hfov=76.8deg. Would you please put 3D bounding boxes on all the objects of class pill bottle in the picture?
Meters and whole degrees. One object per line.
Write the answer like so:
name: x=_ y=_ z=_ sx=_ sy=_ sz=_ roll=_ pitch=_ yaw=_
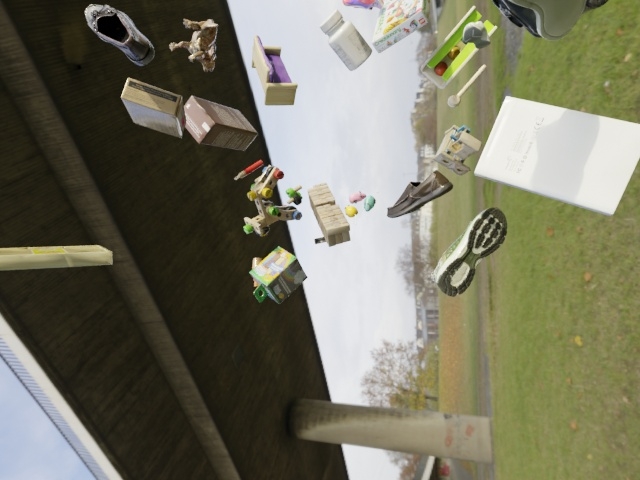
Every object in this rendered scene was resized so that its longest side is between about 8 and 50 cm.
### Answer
pill bottle: x=0.107 y=-0.867 z=1.750 sx=0.229 sy=0.131 sz=0.131 roll=43 pitch=-140 yaw=-24

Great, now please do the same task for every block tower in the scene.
block tower: x=0.029 y=-0.105 z=1.593 sx=0.335 sy=0.091 sz=0.097 roll=-113 pitch=10 yaw=-54

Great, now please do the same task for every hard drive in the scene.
hard drive: x=0.637 y=-0.235 z=1.091 sx=0.047 sy=0.353 sz=0.233 roll=10 pitch=-77 yaw=-64

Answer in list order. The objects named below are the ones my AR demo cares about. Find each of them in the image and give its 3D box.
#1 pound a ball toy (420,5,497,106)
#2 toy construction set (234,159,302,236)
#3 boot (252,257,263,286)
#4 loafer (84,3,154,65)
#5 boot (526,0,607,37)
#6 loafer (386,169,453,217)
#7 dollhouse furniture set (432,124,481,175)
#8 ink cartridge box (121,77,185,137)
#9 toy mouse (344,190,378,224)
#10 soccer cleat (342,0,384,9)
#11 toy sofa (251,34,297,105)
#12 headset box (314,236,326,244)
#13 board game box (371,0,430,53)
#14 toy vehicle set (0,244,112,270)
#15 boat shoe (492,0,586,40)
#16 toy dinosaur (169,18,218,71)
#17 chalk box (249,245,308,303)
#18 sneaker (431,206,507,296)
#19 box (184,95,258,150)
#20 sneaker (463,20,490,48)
pound a ball toy: x=0.547 y=-0.699 z=1.582 sx=0.319 sy=0.208 sz=0.136 roll=-49 pitch=3 yaw=6
toy construction set: x=-0.244 y=-0.164 z=1.612 sx=0.237 sy=0.309 sz=0.257 roll=-35 pitch=-28 yaw=-17
boot: x=-0.271 y=0.176 z=2.105 sx=0.197 sy=0.073 sz=0.152 roll=8 pitch=-111 yaw=-36
loafer: x=-0.628 y=-0.650 z=1.230 sx=0.109 sy=0.302 sz=0.095 roll=-50 pitch=-17 yaw=3
boot: x=0.511 y=-0.659 z=0.959 sx=0.338 sy=0.118 sz=0.223 roll=57 pitch=175 yaw=-14
loafer: x=0.274 y=-0.133 z=1.162 sx=0.080 sy=0.220 sz=0.078 roll=-19 pitch=-99 yaw=-49
dollhouse furniture set: x=0.514 y=-0.335 z=1.418 sx=0.129 sy=0.129 sz=0.184 roll=-62 pitch=7 yaw=-14
ink cartridge box: x=-0.621 y=-0.494 z=1.533 sx=0.235 sy=0.193 sz=0.088 roll=156 pitch=128 yaw=-74
toy mouse: x=0.141 y=-0.140 z=1.407 sx=0.031 sy=0.143 sz=0.161 roll=58 pitch=176 yaw=-37
soccer cleat: x=0.157 y=-0.921 z=1.550 sx=0.095 sy=0.083 sz=0.248 roll=38 pitch=-175 yaw=-30
toy sofa: x=-0.226 y=-0.829 z=1.959 sx=0.177 sy=0.150 sz=0.362 roll=108 pitch=149 yaw=-49
headset box: x=0.000 y=0.000 z=2.165 sx=0.083 sy=0.062 sz=0.032 roll=164 pitch=94 yaw=-85
board game box: x=0.292 y=-0.810 z=1.433 sx=0.053 sy=0.193 sz=0.305 roll=41 pitch=-133 yaw=-33
toy vehicle set: x=-0.709 y=0.042 z=1.057 sx=0.267 sy=0.166 sz=0.035 roll=-2 pitch=-83 yaw=-38
boat shoe: x=0.431 y=-0.511 z=0.830 sx=0.340 sy=0.113 sz=0.127 roll=-8 pitch=-45 yaw=-38
toy dinosaur: x=-0.471 y=-0.817 z=1.642 sx=0.127 sy=0.296 sz=0.200 roll=53 pitch=-131 yaw=-7
chalk box: x=-0.185 y=0.154 z=1.630 sx=0.213 sy=0.132 sz=0.132 roll=-42 pitch=-46 yaw=-18
sneaker: x=0.575 y=0.027 z=1.629 sx=0.158 sy=0.410 sz=0.182 roll=41 pitch=176 yaw=-15
box: x=-0.504 y=-0.576 z=2.034 sx=0.191 sy=0.143 sz=0.381 roll=51 pitch=-160 yaw=11
sneaker: x=0.465 y=-0.627 z=1.214 sx=0.152 sy=0.054 sz=0.061 roll=-8 pitch=-91 yaw=-52
